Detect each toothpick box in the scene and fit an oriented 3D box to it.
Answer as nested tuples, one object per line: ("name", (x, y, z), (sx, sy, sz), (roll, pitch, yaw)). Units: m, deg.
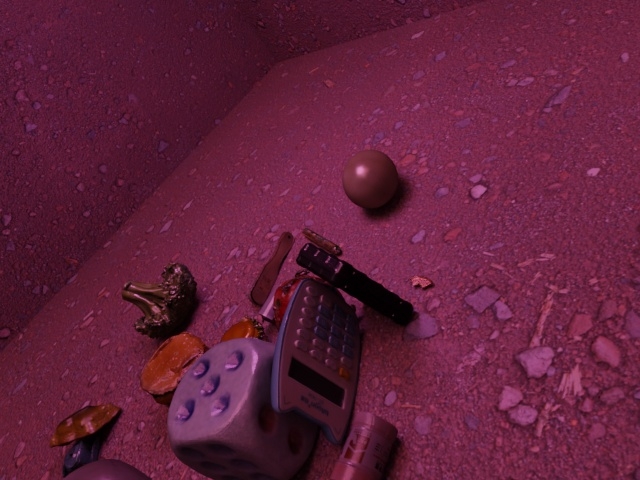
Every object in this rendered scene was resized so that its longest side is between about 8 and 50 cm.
("toothpick box", (0.092, 0.449, 1.040), (0.098, 0.098, 0.149), (-5, 45, 42))

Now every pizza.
("pizza", (0.271, 0.113, 1.351), (0.083, 0.016, 0.037), (8, 53, 45))

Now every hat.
("hat", (-0.791, 0.709, 1.635), (0.138, 0.078, 0.191), (-38, 32, -1))

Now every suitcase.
("suitcase", (0.089, 0.112, 1.284), (0.066, 0.286, 0.206), (-59, 34, -4))

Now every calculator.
("calculator", (-0.002, 0.270, 1.211), (0.054, 0.256, 0.386), (-27, 36, 39))

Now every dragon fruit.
("dragon fruit", (-0.014, 0.208, 1.368), (0.147, 0.211, 0.282), (-19, 63, 40))

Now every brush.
("brush", (-0.183, 0.097, 1.794), (0.065, 0.070, 0.327), (-20, 34, 45))

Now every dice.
("dice", (-0.179, 0.416, 1.199), (0.265, 0.268, 0.262), (-18, 39, 29))

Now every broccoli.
("broccoli", (-0.605, 0.235, 1.912), (0.260, 0.235, 0.288), (-2, 38, 10))

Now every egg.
("egg", (0.169, -0.214, 1.698), (0.189, 0.188, 0.253), (-27, 24, 19))

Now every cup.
("cup", (-0.129, 0.209, 1.577), (0.104, 0.074, 0.116), (20, 73, 30))

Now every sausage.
("sausage", (0.000, 0.000, 1.749), (0.033, 0.033, 0.269), (-45, 32, -9))

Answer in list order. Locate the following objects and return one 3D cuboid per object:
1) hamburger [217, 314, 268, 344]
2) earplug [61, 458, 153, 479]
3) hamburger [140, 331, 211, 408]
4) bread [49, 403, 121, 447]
("hamburger", (-0.240, 0.325, 1.535), (0.190, 0.093, 0.164), (-35, 30, 4))
("earplug", (-0.553, 0.722, 1.161), (0.313, 0.312, 0.394), (0, 49, 46))
("hamburger", (-0.430, 0.412, 1.564), (0.244, 0.163, 0.244), (-20, 37, 16))
("bread", (-0.821, 0.628, 1.716), (0.233, 0.088, 0.161), (-27, -3, 19))
